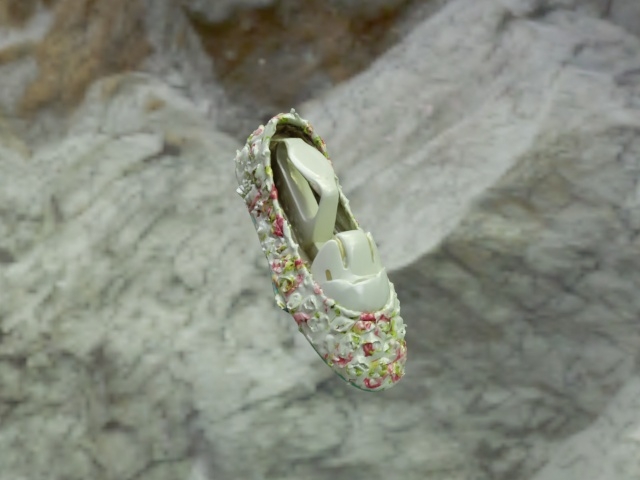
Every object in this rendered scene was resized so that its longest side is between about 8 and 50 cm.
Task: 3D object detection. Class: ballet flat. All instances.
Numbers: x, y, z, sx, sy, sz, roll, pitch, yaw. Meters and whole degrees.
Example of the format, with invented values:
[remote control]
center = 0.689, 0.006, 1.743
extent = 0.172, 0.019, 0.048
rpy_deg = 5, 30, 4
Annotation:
[ballet flat]
center = 0.000, 0.000, 1.120
extent = 0.241, 0.091, 0.077
rpy_deg = 60, -37, 29
